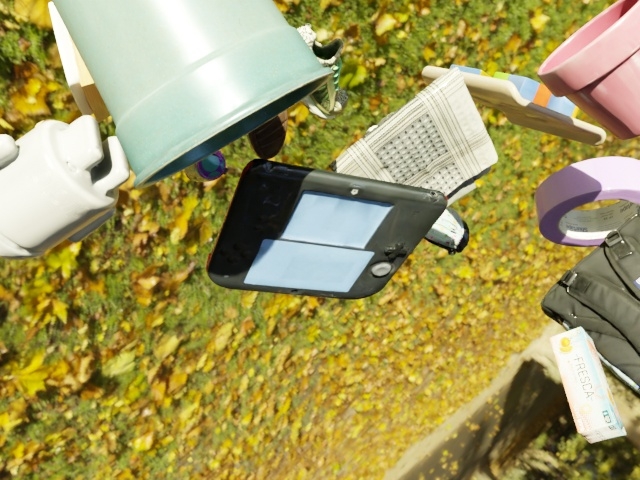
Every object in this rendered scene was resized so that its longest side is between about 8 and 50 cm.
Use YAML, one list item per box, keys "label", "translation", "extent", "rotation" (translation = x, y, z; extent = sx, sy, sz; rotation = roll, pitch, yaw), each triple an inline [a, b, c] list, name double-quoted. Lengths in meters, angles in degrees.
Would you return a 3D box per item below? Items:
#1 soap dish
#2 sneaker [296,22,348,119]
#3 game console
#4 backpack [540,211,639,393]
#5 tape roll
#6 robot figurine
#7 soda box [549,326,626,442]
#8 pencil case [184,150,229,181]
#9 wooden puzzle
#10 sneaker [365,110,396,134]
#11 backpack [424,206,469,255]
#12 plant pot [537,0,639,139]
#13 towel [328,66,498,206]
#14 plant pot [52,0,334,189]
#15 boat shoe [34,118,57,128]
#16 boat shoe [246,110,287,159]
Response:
- label: "soap dish"
  translation: [-0.577, -0.450, 1.410]
  extent: [0.118, 0.229, 0.291]
  rotation: [-14, 179, -15]
- label: "sneaker"
  translation: [0.007, -0.455, 1.516]
  extent: [0.182, 0.158, 0.410]
  rotation: [-30, 164, 22]
- label: "game console"
  translation: [0.000, 0.000, 1.064]
  extent: [0.386, 0.060, 0.342]
  rotation: [7, 144, -22]
- label: "backpack"
  translation: [0.666, 0.172, 1.073]
  extent: [0.290, 0.355, 0.273]
  rotation: [-47, 135, 9]
- label: "tape roll"
  translation: [0.666, -0.085, 1.355]
  extent: [0.275, 0.274, 0.090]
  rotation: [61, 29, -58]
- label: "robot figurine"
  translation: [-0.542, -0.093, 1.087]
  extent: [0.353, 0.200, 0.300]
  rotation: [-31, 142, 11]
- label: "soda box"
  translation: [0.456, 0.245, 0.965]
  extent: [0.063, 0.183, 0.058]
  rotation: [-28, 131, 29]
- label: "pencil case"
  translation: [-0.247, -0.160, 1.195]
  extent: [0.064, 0.151, 0.070]
  rotation: [42, 77, -23]
- label: "wooden puzzle"
  translation: [0.459, -0.338, 1.327]
  extent: [0.347, 0.322, 0.081]
  rotation: [14, 104, -32]
- label: "sneaker"
  translation: [0.235, -0.239, 1.497]
  extent: [0.108, 0.100, 0.271]
  rotation: [-44, 137, 9]
- label: "backpack"
  translation: [0.362, -0.051, 1.725]
  extent: [0.182, 0.152, 0.115]
  rotation: [24, 114, -15]
- label: "plant pot"
  translation: [0.497, -0.275, 0.924]
  extent: [0.201, 0.180, 0.201]
  rotation: [-42, -172, 7]
- label: "towel"
  translation: [0.209, -0.148, 1.169]
  extent: [0.312, 0.056, 0.324]
  rotation: [-38, 139, 5]
- label: "plant pot"
  translation: [-0.206, -0.303, 0.816]
  extent: [0.341, 0.334, 0.341]
  rotation: [-29, -170, 5]
- label: "boat shoe"
  translation: [-0.611, -0.186, 1.412]
  extent: [0.123, 0.342, 0.123]
  rotation: [-33, 155, 8]
- label: "boat shoe"
  translation: [-0.129, -0.296, 1.153]
  extent: [0.095, 0.095, 0.257]
  rotation: [-21, 130, -25]
